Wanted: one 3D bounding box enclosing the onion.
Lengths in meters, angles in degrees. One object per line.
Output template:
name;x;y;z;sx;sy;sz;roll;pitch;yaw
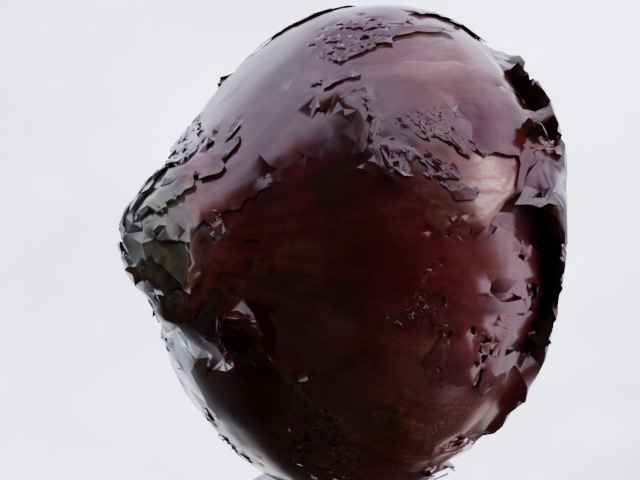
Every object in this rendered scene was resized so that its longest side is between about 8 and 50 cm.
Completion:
onion;0.000;0.000;0.664;0.147;0.184;0.184;8;-20;-42

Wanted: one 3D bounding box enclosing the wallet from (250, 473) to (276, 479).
wallet;-0.028;0.219;1.239;0.165;0.309;0.042;-30;-78;22
